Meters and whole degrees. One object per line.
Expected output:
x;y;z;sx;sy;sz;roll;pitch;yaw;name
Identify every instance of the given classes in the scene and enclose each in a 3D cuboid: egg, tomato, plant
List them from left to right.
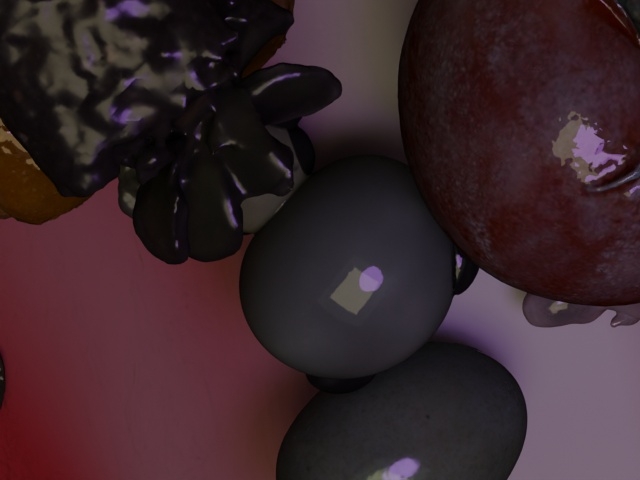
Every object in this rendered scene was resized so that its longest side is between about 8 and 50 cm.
-0.127;-0.115;1.262;0.199;0.188;0.276;-42;110;12;plant
0.073;0.181;1.589;0.236;0.169;0.169;-27;120;-20;egg
0.212;-0.110;1.367;0.316;0.317;0.282;33;151;-18;tomato

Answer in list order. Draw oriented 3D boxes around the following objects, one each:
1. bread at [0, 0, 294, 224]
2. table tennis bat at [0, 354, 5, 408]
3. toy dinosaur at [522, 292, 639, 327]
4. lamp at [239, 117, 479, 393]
-0.226;-0.195;1.398;0.337;0.148;0.328;-33;115;14;bread
-0.341;0.100;1.629;0.131;0.022;0.234;16;119;-9;table tennis bat
0.292;0.040;1.557;0.194;0.177;0.152;-38;112;-15;toy dinosaur
0.000;0.000;1.505;0.244;0.198;0.198;45;110;2;lamp
